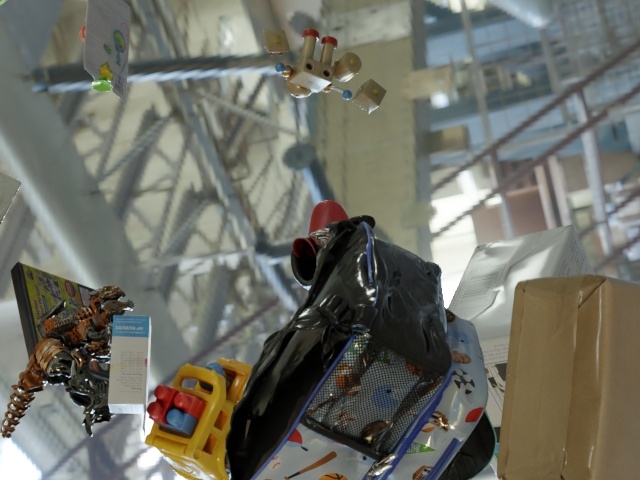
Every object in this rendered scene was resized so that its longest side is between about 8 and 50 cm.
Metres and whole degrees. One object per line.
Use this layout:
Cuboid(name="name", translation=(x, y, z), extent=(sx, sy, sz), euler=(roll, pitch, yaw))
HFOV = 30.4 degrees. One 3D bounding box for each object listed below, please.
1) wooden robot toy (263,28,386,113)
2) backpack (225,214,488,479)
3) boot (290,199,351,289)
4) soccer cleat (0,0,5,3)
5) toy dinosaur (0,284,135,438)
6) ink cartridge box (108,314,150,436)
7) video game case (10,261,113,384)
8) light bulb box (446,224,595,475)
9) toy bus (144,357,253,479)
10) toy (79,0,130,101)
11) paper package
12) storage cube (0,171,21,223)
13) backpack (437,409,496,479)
Cuboid(name="wooden robot toy", translation=(-0.008, -0.208, 1.467), extent=(0.079, 0.173, 0.076), euler=(-34, 41, 58))
Cuboid(name="backpack", translation=(0.028, 0.146, 1.153), extent=(0.213, 0.263, 0.276), euler=(37, -161, -8))
Cuboid(name="boot", translation=(0.000, 0.000, 2.016), extent=(0.176, 0.088, 0.244), euler=(56, -155, -50))
Cuboid(name="soccer cleat", translation=(-0.467, -0.304, 1.536), extent=(0.072, 0.179, 0.060), euler=(-36, -71, -58))
Cuboid(name="toy dinosaur", translation=(-0.450, 0.232, 2.143), extent=(0.218, 0.322, 0.164), euler=(40, 179, 6))
Cuboid(name="ink cartridge box", translation=(-0.308, 0.219, 1.895), extent=(0.104, 0.062, 0.181), euler=(112, 159, -72))
Cuboid(name="video game case", translation=(-0.506, 0.181, 2.424), extent=(0.248, 0.035, 0.275), euler=(25, -152, -39))
Cuboid(name="light bulb box", translation=(0.428, 0.228, 2.317), extent=(0.361, 0.225, 0.358), euler=(60, -143, -22))
Cuboid(name="toy bus", translation=(-0.197, 0.278, 1.969), extent=(0.211, 0.149, 0.220), euler=(50, -123, -48))
Cuboid(name="toy", translation=(-0.442, -0.402, 2.355), extent=(0.137, 0.056, 0.237), euler=(40, -142, -53))
Cuboid(name="paper package", translation=(0.422, 0.213, 1.708), extent=(0.325, 0.168, 0.309), euler=(11, -96, -44))
Cuboid(name="storage cube", translation=(-0.758, -0.047, 2.434), extent=(0.184, 0.193, 0.215), euler=(28, -153, -14))
Cuboid(name="backpack", translation=(0.168, 0.278, 1.770), extent=(0.188, 0.166, 0.144), euler=(61, 163, 8))
